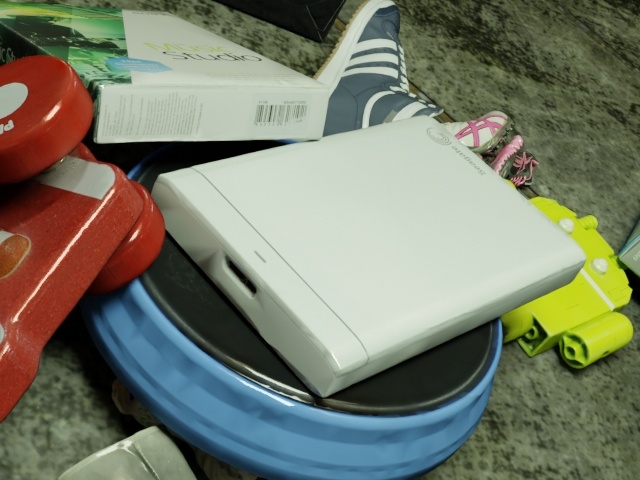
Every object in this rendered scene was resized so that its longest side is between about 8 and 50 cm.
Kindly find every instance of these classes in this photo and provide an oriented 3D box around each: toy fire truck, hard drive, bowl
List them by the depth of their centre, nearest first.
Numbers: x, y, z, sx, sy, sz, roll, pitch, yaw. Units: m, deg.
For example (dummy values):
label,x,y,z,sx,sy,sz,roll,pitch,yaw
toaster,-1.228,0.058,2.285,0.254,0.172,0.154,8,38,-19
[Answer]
label,x,y,z,sx,sy,sz,roll,pitch,yaw
toy fire truck,-0.283,-0.002,0.835,0.302,0.169,0.254,14,57,32
hard drive,0.055,-0.006,1.000,0.353,0.047,0.233,-17,54,-45
bowl,-0.016,0.041,1.002,0.391,0.077,0.391,17,36,-13

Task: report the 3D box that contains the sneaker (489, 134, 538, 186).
label,x,y,z,sx,sy,sz,roll,pitch,yaw
sneaker,0.239,-0.085,1.393,0.057,0.047,0.119,47,42,-3

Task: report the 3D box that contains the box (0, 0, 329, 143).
label,x,y,z,sx,sy,sz,roll,pitch,yaw
box,-0.176,-0.167,1.078,0.232,0.059,0.322,-5,23,-36

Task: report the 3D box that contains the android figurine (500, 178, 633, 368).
label,x,y,z,sx,sy,sz,roll,pitch,yaw
android figurine,0.251,0.033,1.275,0.272,0.056,0.248,-15,60,-40

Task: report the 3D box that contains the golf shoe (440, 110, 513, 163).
label,x,y,z,sx,sy,sz,roll,pitch,yaw
golf shoe,0.172,-0.122,1.362,0.086,0.067,0.186,39,41,8

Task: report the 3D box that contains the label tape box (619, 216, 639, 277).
label,x,y,z,sx,sy,sz,roll,pitch,yaw
label tape box,0.549,0.058,1.369,0.347,0.115,0.249,42,35,4

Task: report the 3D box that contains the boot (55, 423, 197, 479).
label,x,y,z,sx,sy,sz,roll,pitch,yaw
boot,-0.077,0.233,0.859,0.189,0.076,0.208,-13,52,-41

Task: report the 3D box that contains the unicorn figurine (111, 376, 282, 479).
label,x,y,z,sx,sy,sz,roll,pitch,yaw
unicorn figurine,-0.100,0.146,0.938,0.161,0.060,0.111,16,47,2

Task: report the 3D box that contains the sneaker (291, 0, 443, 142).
label,x,y,z,sx,sy,sz,roll,pitch,yaw
sneaker,0.081,-0.175,1.307,0.153,0.099,0.282,20,46,10

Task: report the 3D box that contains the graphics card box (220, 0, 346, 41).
label,x,y,z,sx,sy,sz,roll,pitch,yaw
graphics card box,-0.076,-0.438,1.489,0.232,0.094,0.371,19,42,-17
